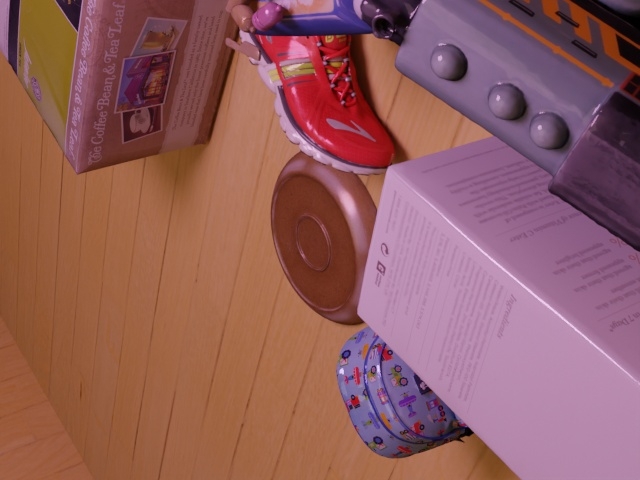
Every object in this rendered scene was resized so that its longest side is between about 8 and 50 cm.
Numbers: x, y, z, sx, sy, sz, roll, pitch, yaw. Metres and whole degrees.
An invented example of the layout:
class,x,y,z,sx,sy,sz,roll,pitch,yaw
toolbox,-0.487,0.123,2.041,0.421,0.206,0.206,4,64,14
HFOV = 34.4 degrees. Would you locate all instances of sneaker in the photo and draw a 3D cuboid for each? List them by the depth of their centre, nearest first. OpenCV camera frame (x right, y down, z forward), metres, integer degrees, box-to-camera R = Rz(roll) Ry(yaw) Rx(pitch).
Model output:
class,x,y,z,sx,sy,sz,roll,pitch,yaw
sneaker,0.000,-0.195,1.171,0.279,0.107,0.118,56,135,20

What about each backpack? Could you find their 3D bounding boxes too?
class,x,y,z,sx,sy,sz,roll,pitch,yaw
backpack,0.112,0.143,1.092,0.117,0.173,0.158,-30,79,57

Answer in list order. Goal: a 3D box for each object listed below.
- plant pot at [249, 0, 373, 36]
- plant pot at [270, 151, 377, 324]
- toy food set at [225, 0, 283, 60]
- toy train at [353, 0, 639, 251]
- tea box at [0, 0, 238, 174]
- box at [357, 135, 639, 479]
class,x,y,z,sx,sy,sz,roll,pitch,yaw
plant pot,0.037,-0.301,0.957,0.236,0.212,0.236,14,116,52
plant pot,0.000,0.000,1.325,0.236,0.032,0.236,32,131,46
toy food set,-0.055,-0.227,0.918,0.078,0.019,0.122,34,124,44
toy train,0.183,-0.137,0.780,0.334,0.190,0.142,37,137,10
tea box,-0.291,-0.329,1.429,0.323,0.220,0.329,55,144,26
box,0.225,0.071,0.850,0.345,0.215,0.168,45,139,37
